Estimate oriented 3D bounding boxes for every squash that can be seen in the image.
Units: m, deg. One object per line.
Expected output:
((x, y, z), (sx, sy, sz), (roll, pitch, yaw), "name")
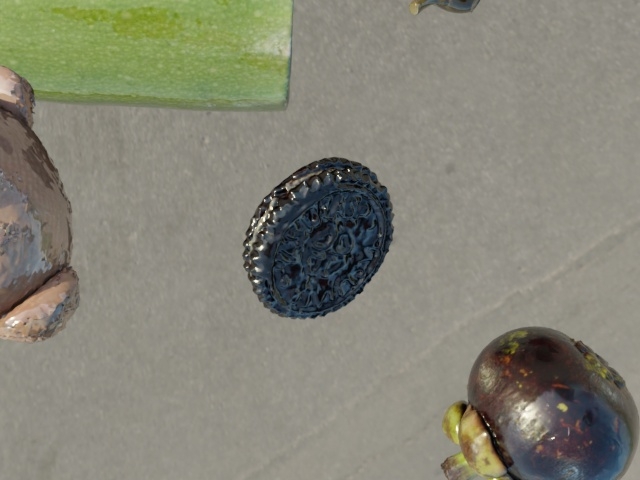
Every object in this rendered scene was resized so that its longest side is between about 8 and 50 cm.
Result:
((-0.223, -0.292, 1.269), (0.385, 0.263, 0.263), (2, 126, -4), "squash")

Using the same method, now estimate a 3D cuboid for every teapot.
((0.153, -0.306, 1.300), (0.110, 0.080, 0.085), (-51, 166, -32), "teapot")

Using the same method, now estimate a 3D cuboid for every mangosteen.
((0.219, 0.199, 1.083), (0.217, 0.192, 0.192), (-44, 127, 14), "mangosteen")

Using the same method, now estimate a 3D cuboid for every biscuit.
((0.000, 0.000, 1.137), (0.195, 0.053, 0.194), (-20, 128, -27), "biscuit")

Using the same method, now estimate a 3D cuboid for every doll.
((-0.296, -0.018, 0.602), (0.303, 0.201, 0.156), (-11, 154, -25), "doll")
